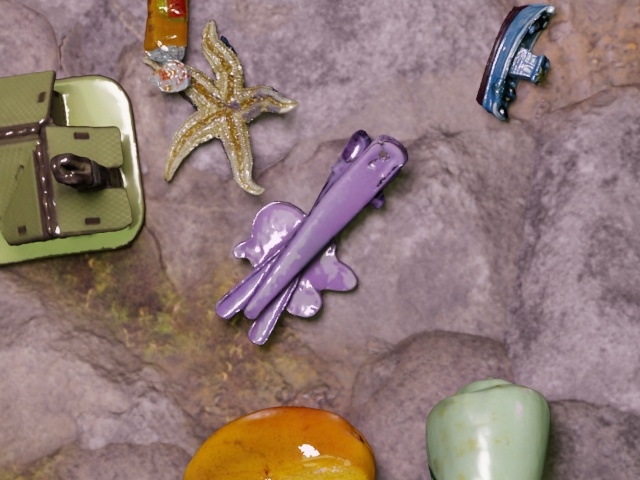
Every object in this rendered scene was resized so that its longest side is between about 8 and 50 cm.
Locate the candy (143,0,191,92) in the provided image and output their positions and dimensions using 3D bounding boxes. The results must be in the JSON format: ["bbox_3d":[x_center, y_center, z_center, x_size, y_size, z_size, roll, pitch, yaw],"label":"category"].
[{"bbox_3d":[-0.168,-0.249,1.630,0.053,0.046,0.182,2,78,-6],"label":"candy"}]

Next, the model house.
[{"bbox_3d":[-0.317,-0.078,1.541,0.218,0.278,0.205,-9,91,3],"label":"model house"}]

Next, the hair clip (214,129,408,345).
[{"bbox_3d":[0.002,-0.006,1.626,0.137,0.090,0.278,39,102,-12],"label":"hair clip"}]

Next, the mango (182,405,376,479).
[{"bbox_3d":[-0.046,0.254,1.632,0.217,0.102,0.141,-10,116,7],"label":"mango"}]

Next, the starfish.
[{"bbox_3d":[-0.121,-0.135,1.632,0.176,0.053,0.208,-44,67,11],"label":"starfish"}]

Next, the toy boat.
[{"bbox_3d":[0.219,-0.196,1.609,0.060,0.060,0.137,21,88,21],"label":"toy boat"}]

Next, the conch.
[{"bbox_3d":[0.178,0.266,1.581,0.137,0.143,0.251,15,69,-40],"label":"conch"}]
